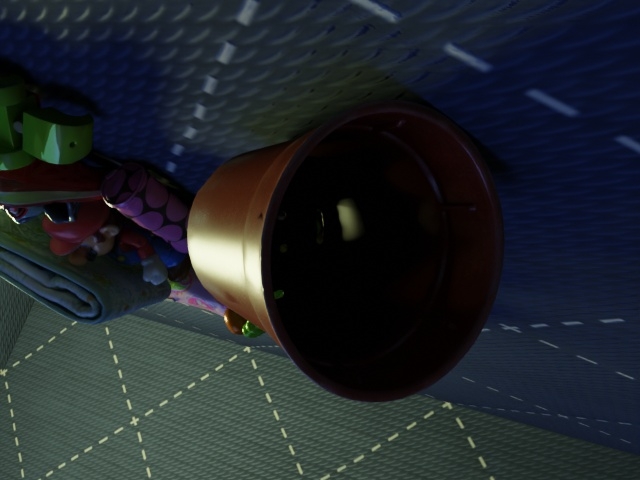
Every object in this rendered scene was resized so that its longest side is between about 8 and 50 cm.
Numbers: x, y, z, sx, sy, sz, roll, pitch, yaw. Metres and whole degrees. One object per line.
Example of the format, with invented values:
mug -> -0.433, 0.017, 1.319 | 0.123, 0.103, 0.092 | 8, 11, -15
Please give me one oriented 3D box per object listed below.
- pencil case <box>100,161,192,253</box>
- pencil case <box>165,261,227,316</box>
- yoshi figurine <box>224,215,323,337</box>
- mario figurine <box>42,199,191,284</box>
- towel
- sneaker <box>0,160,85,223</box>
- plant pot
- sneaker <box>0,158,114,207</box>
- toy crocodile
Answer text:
pencil case -> -0.271, -0.053, 1.137 | 0.098, 0.095, 0.209 | 49, 180, 33
pencil case -> -0.278, 0.118, 1.658 | 0.284, 0.124, 0.124 | 16, 164, 6
yoshi figurine -> -0.111, 0.051, 1.111 | 0.203, 0.203, 0.362 | 31, 156, -10
mario figurine -> -0.423, 0.022, 1.386 | 0.198, 0.170, 0.320 | -22, 151, 27
towel -> -0.534, 0.041, 1.465 | 0.374, 0.090, 0.320 | 30, -168, 8
sneaker -> -0.472, -0.093, 1.083 | 0.104, 0.125, 0.262 | -10, 163, 29
plant pot -> 0.000, 0.000, 0.726 | 0.272, 0.272, 0.265 | 28, 170, -31
sneaker -> -0.396, -0.126, 1.050 | 0.087, 0.128, 0.221 | 12, -163, 27
toy crocodile -> -0.462, -0.176, 0.920 | 0.340, 0.105, 0.115 | 14, 122, 19
